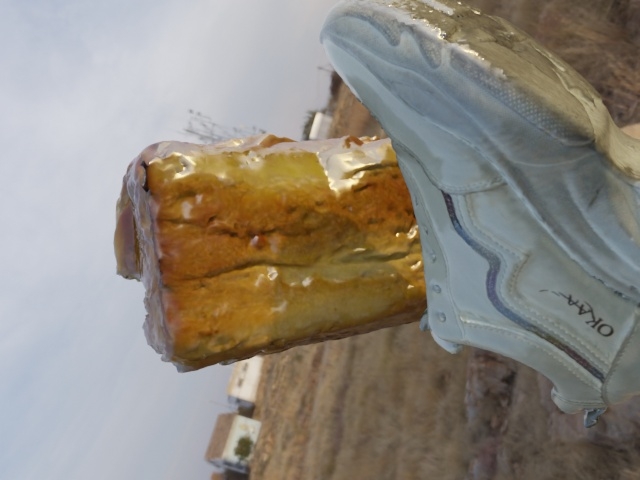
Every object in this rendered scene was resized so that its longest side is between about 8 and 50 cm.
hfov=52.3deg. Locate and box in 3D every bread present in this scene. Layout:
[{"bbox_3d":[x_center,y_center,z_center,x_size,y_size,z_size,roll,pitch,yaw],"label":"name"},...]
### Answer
[{"bbox_3d":[-0.003,-0.002,0.580,0.149,0.344,0.195,157,105,-65],"label":"bread"}]

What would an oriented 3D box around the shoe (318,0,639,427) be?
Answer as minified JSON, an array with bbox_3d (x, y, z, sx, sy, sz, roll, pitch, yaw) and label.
[{"bbox_3d":[0.115,-0.011,0.443,0.210,0.342,0.132,-55,-6,34],"label":"shoe"}]
